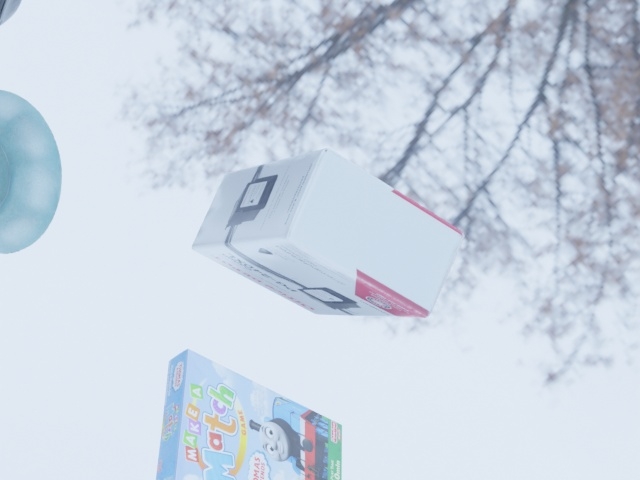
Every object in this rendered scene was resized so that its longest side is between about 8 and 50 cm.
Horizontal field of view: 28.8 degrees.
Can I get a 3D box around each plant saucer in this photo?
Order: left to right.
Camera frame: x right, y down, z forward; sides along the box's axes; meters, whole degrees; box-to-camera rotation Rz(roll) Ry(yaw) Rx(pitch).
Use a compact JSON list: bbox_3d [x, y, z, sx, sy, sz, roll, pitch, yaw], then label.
[{"bbox_3d":[-0.389,-0.079,1.456,0.195,0.195,0.037,55,-155,11],"label":"plant saucer"}]

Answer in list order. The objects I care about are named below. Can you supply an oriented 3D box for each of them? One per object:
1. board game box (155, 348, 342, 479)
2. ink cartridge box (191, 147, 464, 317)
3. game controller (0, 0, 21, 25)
[{"bbox_3d":[-0.066,0.221,1.248,0.211,0.039,0.160,30,-137,-31],"label":"board game box"},{"bbox_3d":[0.000,0.000,0.792,0.109,0.150,0.063,29,-106,-23],"label":"ink cartridge box"},{"bbox_3d":[-0.347,-0.276,1.216,0.166,0.319,0.067,-22,-103,-32],"label":"game controller"}]
